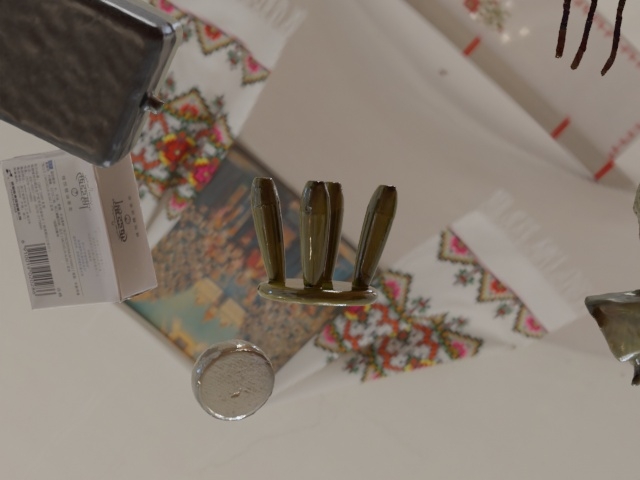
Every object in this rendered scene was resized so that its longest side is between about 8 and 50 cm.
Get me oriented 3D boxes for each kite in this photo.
[{"bbox_3d":[0.309,-0.284,1.194,0.127,0.016,0.230,17,-107,-10],"label":"kite"}]

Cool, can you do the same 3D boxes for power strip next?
[{"bbox_3d":[-0.215,-0.143,0.713,0.256,0.105,0.070,27,-160,-1],"label":"power strip"}]

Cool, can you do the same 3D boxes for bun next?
[{"bbox_3d":[-0.148,0.215,1.778,0.138,0.138,0.094,18,-165,-29],"label":"bun"}]

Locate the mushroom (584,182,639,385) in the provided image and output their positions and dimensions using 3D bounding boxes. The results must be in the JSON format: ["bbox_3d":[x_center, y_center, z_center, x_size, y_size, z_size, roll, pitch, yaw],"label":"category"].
[{"bbox_3d":[0.389,0.010,0.947,0.217,0.292,0.212,5,-119,-55],"label":"mushroom"}]

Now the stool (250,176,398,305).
[{"bbox_3d":[0.000,0.000,0.999,0.135,0.111,0.134,5,-178,8],"label":"stool"}]

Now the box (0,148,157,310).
[{"bbox_3d":[-0.420,-0.028,1.917,0.116,0.203,0.274,-22,-77,-61],"label":"box"}]
